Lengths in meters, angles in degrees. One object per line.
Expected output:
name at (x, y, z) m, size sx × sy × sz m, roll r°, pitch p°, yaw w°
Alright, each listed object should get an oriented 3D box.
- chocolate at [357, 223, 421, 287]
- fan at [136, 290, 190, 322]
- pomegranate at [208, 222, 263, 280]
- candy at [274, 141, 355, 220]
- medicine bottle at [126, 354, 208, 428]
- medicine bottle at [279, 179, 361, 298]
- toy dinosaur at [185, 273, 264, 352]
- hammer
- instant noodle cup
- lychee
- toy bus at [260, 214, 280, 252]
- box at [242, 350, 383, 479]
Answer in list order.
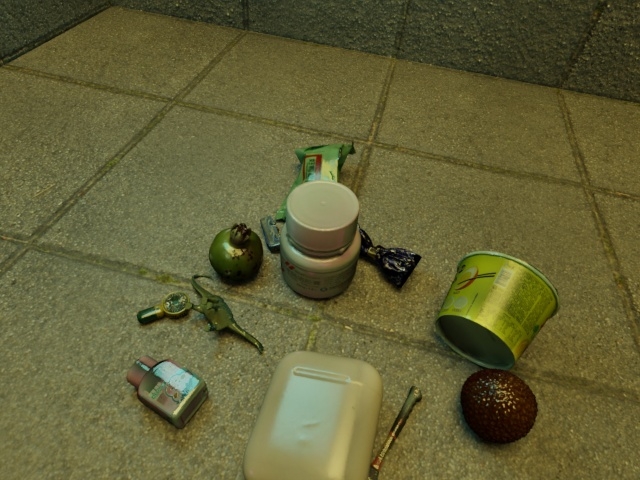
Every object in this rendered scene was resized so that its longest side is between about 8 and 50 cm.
chocolate at (0.178, 0.029, 1.430) m, size 0.343 × 0.126 × 0.148 m, roll 32°, pitch 13°, yaw 24°
fan at (-0.469, 0.207, 1.235) m, size 0.155 × 0.039 × 0.082 m, roll -17°, pitch 53°, yaw -20°
pomegranate at (-0.267, 0.020, 1.323) m, size 0.179 × 0.210 × 0.179 m, roll 10°, pitch 23°, yaw -5°
candy at (-0.013, -0.231, 1.622) m, size 0.263 × 0.172 × 0.398 m, roll -2°, pitch 57°, yaw 21°
medicine bottle at (-0.395, 0.373, 1.051) m, size 0.188 × 0.094 × 0.119 m, roll 26°, pitch 51°, yaw 17°
medicine bottle at (0.000, 0.000, 1.281) m, size 0.256 × 0.325 × 0.256 m, roll 2°, pitch 51°, yaw -3°
toy dinosaur at (-0.312, 0.205, 1.215) m, size 0.363 × 0.147 × 0.076 m, roll 38°, pitch 95°, yaw 30°
hammer at (0.187, 0.493, 1.049) m, size 0.111 × 0.033 × 0.287 m, roll 31°, pitch 51°, yaw 20°
instant noodle cup at (0.485, 0.211, 1.187) m, size 0.311 × 0.311 × 0.221 m, roll 32°, pitch 63°, yaw 22°
lychee at (0.449, 0.418, 1.052) m, size 0.194 × 0.194 × 0.194 m, roll 3°, pitch 47°, yaw -3°
toy bus at (-0.173, -0.022, 1.476) m, size 0.061 × 0.051 × 0.153 m, roll -19°, pitch 51°, yaw -6°
box at (-0.010, 0.436, 0.983) m, size 0.288 × 0.141 × 0.349 m, roll 3°, pitch 45°, yaw 18°
